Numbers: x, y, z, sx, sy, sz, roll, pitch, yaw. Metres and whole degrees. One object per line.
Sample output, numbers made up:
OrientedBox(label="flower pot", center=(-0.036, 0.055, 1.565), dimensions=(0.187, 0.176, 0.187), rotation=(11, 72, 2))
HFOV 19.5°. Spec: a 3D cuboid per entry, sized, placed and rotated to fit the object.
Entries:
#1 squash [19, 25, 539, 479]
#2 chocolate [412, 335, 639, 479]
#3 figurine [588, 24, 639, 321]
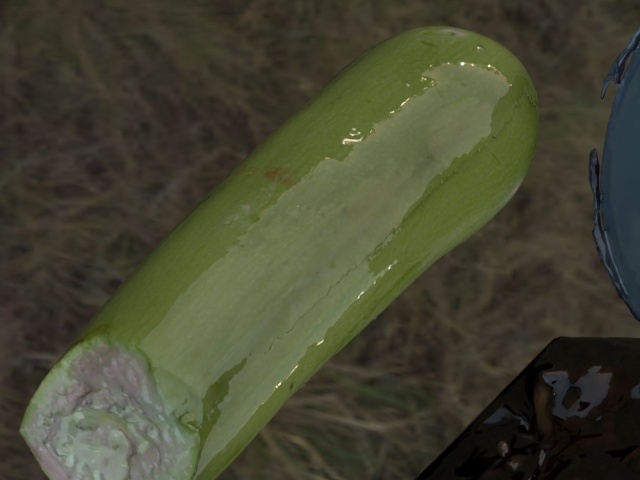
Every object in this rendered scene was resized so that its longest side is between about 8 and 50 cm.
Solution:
OrientedBox(label="squash", center=(0.000, 0.000, 0.645), dimensions=(0.250, 0.083, 0.083), rotation=(-45, 116, -41))
OrientedBox(label="chocolate", center=(0.084, 0.111, 0.476), dimensions=(0.133, 0.156, 0.156), rotation=(-35, 118, -69))
OrientedBox(label="figurine", center=(0.326, 0.028, 0.817), dimensions=(0.388, 0.276, 0.248), rotation=(17, 58, -41))
